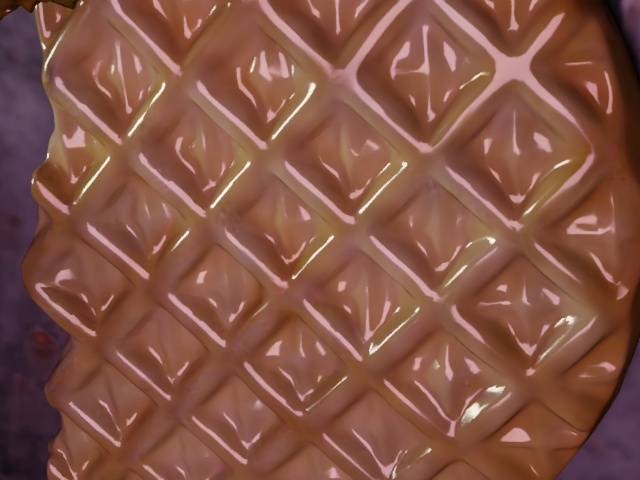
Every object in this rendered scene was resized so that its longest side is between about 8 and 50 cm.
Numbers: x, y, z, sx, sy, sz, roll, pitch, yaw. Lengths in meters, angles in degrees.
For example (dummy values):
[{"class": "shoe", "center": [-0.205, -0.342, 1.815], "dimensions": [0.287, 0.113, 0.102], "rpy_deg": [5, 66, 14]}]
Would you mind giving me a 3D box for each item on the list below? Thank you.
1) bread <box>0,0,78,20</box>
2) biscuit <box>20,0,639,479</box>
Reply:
[{"class": "bread", "center": [-0.159, -0.153, 0.379], "dimensions": [0.240, 0.139, 0.239], "rpy_deg": [14, 115, 32]}, {"class": "biscuit", "center": [0.000, 0.000, 0.467], "dimensions": [0.205, 0.040, 0.308], "rpy_deg": [16, 121, 13]}]
